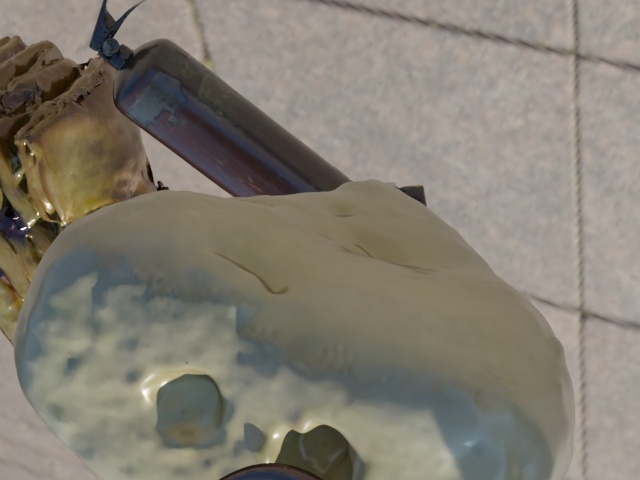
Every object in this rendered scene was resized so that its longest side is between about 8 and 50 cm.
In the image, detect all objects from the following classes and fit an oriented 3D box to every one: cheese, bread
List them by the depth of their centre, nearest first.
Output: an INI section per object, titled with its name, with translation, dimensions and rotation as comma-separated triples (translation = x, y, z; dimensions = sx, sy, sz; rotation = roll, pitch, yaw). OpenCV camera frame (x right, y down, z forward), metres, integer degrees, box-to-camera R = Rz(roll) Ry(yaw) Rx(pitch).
[cheese]
translation = -0.007, 0.077, 0.776
dimensions = 0.251, 0.173, 0.248
rotation = 8, -158, -42
[bread]
translation = -0.270, -0.052, 1.661
dimensions = 0.167, 0.277, 0.324
rotation = -17, 114, 30

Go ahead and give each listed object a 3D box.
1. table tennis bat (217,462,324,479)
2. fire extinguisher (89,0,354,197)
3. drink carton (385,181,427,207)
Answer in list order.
[table tennis bat]
translation = -0.015, 0.164, 0.733
dimensions = 0.170, 0.107, 0.119
rotation = -26, 163, 30
[fire extinguisher]
translation = -0.079, -0.097, 1.252
dimensions = 0.268, 0.089, 0.072
rotation = 37, 179, -11
[drink carton]
translation = 0.000, 0.000, 1.045
dimensions = 0.166, 0.071, 0.056
rotation = -16, 87, 58
